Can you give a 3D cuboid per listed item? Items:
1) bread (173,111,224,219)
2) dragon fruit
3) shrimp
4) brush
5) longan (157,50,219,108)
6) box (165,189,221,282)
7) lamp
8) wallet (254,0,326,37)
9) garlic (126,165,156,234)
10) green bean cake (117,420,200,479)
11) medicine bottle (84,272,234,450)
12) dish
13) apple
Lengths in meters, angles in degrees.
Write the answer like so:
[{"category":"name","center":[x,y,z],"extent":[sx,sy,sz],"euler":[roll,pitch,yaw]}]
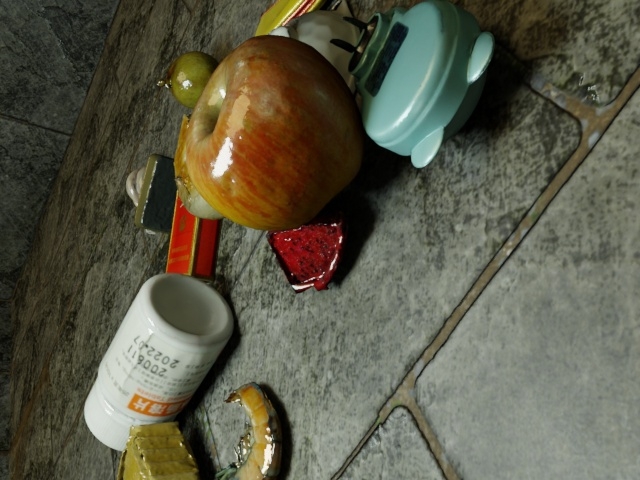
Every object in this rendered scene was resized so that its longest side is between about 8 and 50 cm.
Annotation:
[{"category":"bread","center":[-0.210,-0.137,1.397],"extent":[0.314,0.171,0.192],"euler":[41,116,56]},{"category":"dragon fruit","center":[0.001,0.002,1.118],"extent":[0.161,0.120,0.127],"euler":[-11,29,32]},{"category":"shrimp","center":[-0.156,0.386,1.221],"extent":[0.290,0.054,0.222],"euler":[-52,40,33]},{"category":"brush","center":[-0.398,-0.117,1.720],"extent":[0.059,0.123,0.197],"euler":[11,89,54]},{"category":"longan","center":[-0.325,-0.403,1.679],"extent":[0.155,0.176,0.145],"euler":[143,118,-64]},{"category":"box","center":[-0.297,-0.017,1.583],"extent":[0.153,0.074,0.240],"euler":[-15,67,58]},{"category":"lamp","center":[0.129,-0.234,0.934],"extent":[0.284,0.147,0.209],"euler":[48,117,43]},{"category":"wallet","center":[-0.049,-0.489,1.388],"extent":[0.241,0.067,0.141],"euler":[-36,39,42]},{"category":"garlic","center":[-0.464,-0.116,1.816],"extent":[0.127,0.131,0.194],"euler":[116,163,-78]},{"category":"green bean cake","center":[-0.324,0.507,1.341],"extent":[0.230,0.131,0.224],"euler":[46,128,53]},{"category":"medicine bottle","center":[-0.351,0.265,1.423],"extent":[0.371,0.211,0.211],"euler":[-56,37,28]},{"category":"dish","center":[-0.046,-0.320,1.265],"extent":[0.303,0.120,0.303],"euler":[-25,59,50]},{"category":"apple","center":[-0.058,-0.155,1.036],"extent":[0.301,0.301,0.302],"euler":[-27,56,50]}]
